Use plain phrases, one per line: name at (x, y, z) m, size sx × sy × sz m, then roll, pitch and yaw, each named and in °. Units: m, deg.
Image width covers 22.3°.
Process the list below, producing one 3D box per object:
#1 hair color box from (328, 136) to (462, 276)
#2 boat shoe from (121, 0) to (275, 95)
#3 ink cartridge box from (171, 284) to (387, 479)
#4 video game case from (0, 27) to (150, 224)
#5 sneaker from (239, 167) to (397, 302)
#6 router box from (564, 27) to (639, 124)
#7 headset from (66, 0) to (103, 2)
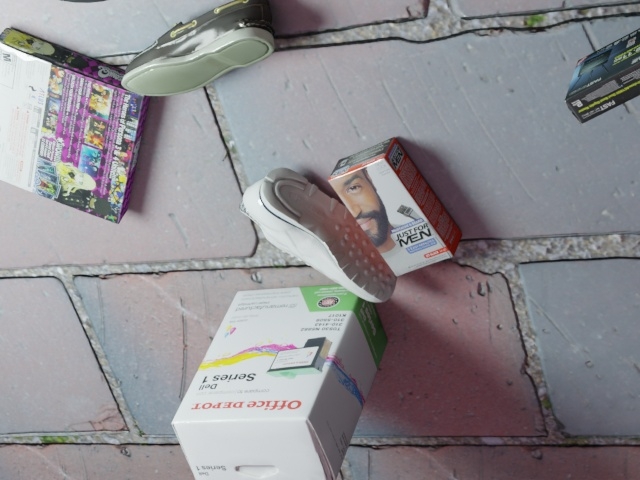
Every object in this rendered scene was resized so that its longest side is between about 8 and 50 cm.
hair color box at (0.096, -0.041, 2.076) m, size 0.093 × 0.053 × 0.167 m, roll -21°, pitch 116°, yaw 34°
boat shoe at (-0.151, -0.238, 2.007) m, size 0.227 × 0.069 × 0.081 m, roll -15°, pitch 155°, yaw 32°
ink cartridge box at (-0.050, 0.189, 2.166) m, size 0.201 × 0.278 × 0.117 m, roll -4°, pitch 125°, yaw 23°
video game case at (-0.342, -0.149, 2.164) m, size 0.210 × 0.042 × 0.232 m, roll 21°, pitch 131°, yaw 4°
sneaker at (0.000, 0.000, 2.137) m, size 0.235 × 0.090 × 0.095 m, roll 42°, pitch 142°, yaw -9°
router box at (0.340, -0.192, 1.836) m, size 0.122 × 0.092 × 0.038 m, roll -27°, pitch 114°, yaw 35°
headset at (-0.320, -0.368, 1.886) m, size 0.394 × 0.185 × 0.243 m, roll -18°, pitch 119°, yaw 24°
